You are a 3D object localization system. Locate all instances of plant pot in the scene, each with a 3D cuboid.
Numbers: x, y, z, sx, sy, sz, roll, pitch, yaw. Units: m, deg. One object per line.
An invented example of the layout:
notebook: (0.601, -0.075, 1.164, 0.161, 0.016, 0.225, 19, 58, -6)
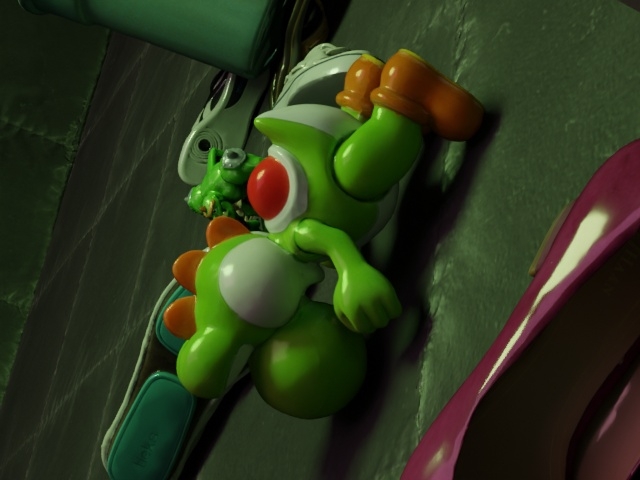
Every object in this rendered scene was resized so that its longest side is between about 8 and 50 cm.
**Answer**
plant pot: (-0.188, -0.404, 1.716, 0.341, 0.334, 0.341, 24, -90, -87)

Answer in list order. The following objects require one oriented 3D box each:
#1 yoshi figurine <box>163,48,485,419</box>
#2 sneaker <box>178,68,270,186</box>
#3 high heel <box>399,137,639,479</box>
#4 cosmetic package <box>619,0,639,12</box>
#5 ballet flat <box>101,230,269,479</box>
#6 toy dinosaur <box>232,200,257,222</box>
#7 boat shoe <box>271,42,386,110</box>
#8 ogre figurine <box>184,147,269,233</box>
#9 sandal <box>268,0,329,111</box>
yoshi figurine: (0.019, 0.015, 1.151, 0.203, 0.203, 0.362, 32, 84, 30)
sneaker: (-0.149, -0.178, 1.868, 0.217, 0.079, 0.121, -60, 16, -3)
high heel: (0.140, 0.106, 0.704, 0.181, 0.127, 0.377, 136, 155, -70)
cosmetic package: (0.169, -0.234, 0.626, 0.217, 0.385, 0.156, 8, 78, 67)
ballet flat: (-0.142, 0.128, 1.464, 0.400, 0.139, 0.139, -59, 21, 26)
toy dinosaur: (-0.119, -0.013, 1.664, 0.092, 0.053, 0.183, 119, 173, -68)
boat shoe: (0.012, -0.181, 1.424, 0.267, 0.096, 0.088, 147, 137, -71)
ogre figurine: (-0.088, -0.055, 1.501, 0.197, 0.118, 0.097, -13, 57, 67)
sandal: (-0.022, -0.263, 1.652, 0.090, 0.060, 0.219, -116, 36, -72)
